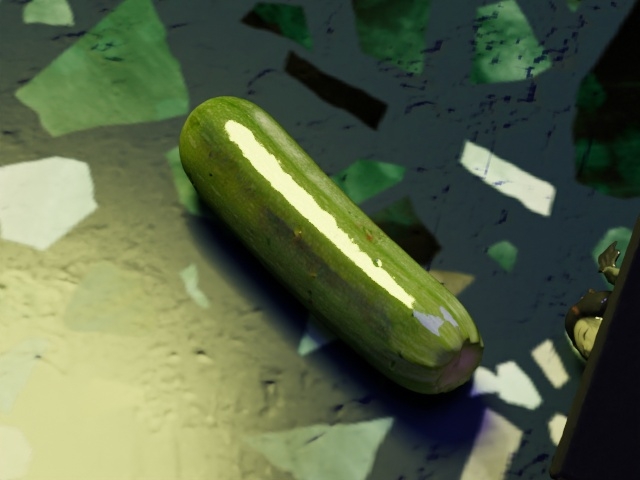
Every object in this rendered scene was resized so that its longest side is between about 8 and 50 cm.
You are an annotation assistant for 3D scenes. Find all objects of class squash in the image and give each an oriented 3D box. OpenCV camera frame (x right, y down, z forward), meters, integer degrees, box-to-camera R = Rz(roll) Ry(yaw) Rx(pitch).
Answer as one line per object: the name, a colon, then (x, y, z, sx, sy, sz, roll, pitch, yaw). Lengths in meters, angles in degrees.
squash: (0.000, 0.000, 1.073, 0.066, 0.066, 0.229, -32, 59, -26)

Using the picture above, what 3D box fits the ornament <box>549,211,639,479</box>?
ornament: (0.162, 0.051, 0.982, 0.153, 0.196, 0.166, 19, 92, -21)
